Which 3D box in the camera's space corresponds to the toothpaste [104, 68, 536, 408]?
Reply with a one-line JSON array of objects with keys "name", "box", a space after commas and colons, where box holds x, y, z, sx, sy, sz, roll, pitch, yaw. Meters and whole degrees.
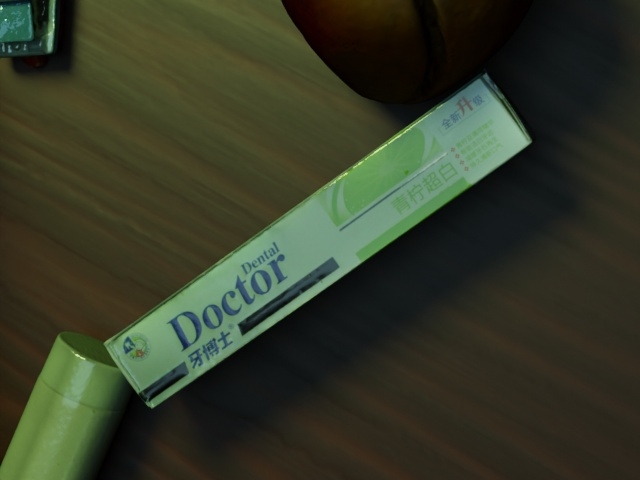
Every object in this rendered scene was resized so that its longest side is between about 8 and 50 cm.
[{"name": "toothpaste", "box": [0.000, 0.000, 1.029, 0.337, 0.081, 0.067, -36, 88, 11]}]

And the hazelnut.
[{"name": "hazelnut", "box": [0.053, -0.185, 0.968, 0.208, 0.208, 0.208, 0, 92, 12]}]

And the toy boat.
[{"name": "toy boat", "box": [-0.233, -0.219, 1.084, 0.069, 0.059, 0.172, -2, 91, 12]}]

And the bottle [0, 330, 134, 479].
[{"name": "bottle", "box": [-0.206, 0.174, 1.083, 0.072, 0.072, 0.201, 25, 96, 11]}]
